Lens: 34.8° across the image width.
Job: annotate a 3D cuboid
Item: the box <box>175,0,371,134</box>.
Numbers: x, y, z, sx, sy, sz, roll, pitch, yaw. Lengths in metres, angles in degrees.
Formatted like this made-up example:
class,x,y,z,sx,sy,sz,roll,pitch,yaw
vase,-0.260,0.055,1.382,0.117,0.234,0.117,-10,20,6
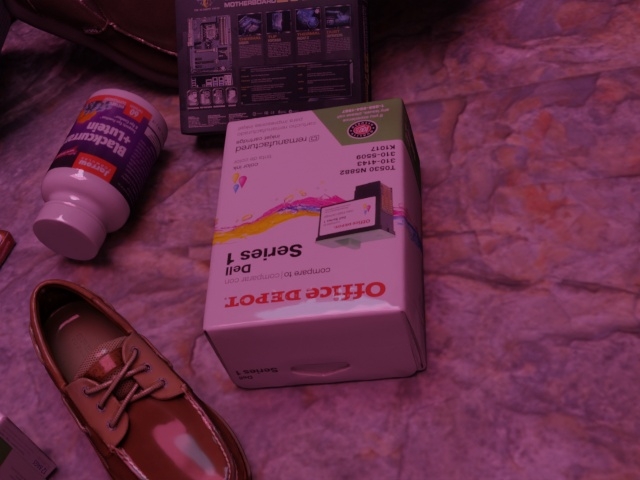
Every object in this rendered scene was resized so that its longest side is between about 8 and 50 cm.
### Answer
class,x,y,z,sx,sy,sz,roll,pitch,yaw
box,-0.057,-0.223,1.230,0.233,0.059,0.183,-2,93,15

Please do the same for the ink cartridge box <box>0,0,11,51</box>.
class,x,y,z,sx,sy,sz,roll,pitch,yaw
ink cartridge box,-0.461,-0.253,1.350,0.045,0.224,0.223,9,54,-4

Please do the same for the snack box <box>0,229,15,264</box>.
class,x,y,z,sx,sy,sz,roll,pitch,yaw
snack box,-0.433,0.060,1.209,0.064,0.022,0.178,9,57,24

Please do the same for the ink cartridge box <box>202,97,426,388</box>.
class,x,y,z,sx,sy,sz,roll,pitch,yaw
ink cartridge box,0.000,0.000,1.062,0.202,0.117,0.278,-7,52,12

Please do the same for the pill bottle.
class,x,y,z,sx,sy,sz,roll,pitch,yaw
pill bottle,-0.263,-0.077,1.209,0.108,0.108,0.193,5,55,21

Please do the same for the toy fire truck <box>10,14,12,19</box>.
class,x,y,z,sx,sy,sz,roll,pitch,yaw
toy fire truck,-0.512,-0.469,1.494,0.302,0.254,0.169,-42,53,-16

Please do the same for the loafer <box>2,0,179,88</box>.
class,x,y,z,sx,sy,sz,roll,pitch,yaw
loafer,-0.247,-0.305,1.319,0.366,0.130,0.133,17,58,2

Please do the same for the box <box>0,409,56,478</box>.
class,x,y,z,sx,sy,sz,roll,pitch,yaw
box,-0.381,0.246,0.988,0.103,0.114,0.203,29,66,34

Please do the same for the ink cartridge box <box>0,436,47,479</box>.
class,x,y,z,sx,sy,sz,roll,pitch,yaw
ink cartridge box,-0.294,0.256,0.769,0.093,0.160,0.219,-7,51,12

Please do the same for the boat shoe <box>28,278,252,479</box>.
class,x,y,z,sx,sy,sz,roll,pitch,yaw
boat shoe,-0.198,0.151,1.003,0.122,0.120,0.324,-42,53,-16
